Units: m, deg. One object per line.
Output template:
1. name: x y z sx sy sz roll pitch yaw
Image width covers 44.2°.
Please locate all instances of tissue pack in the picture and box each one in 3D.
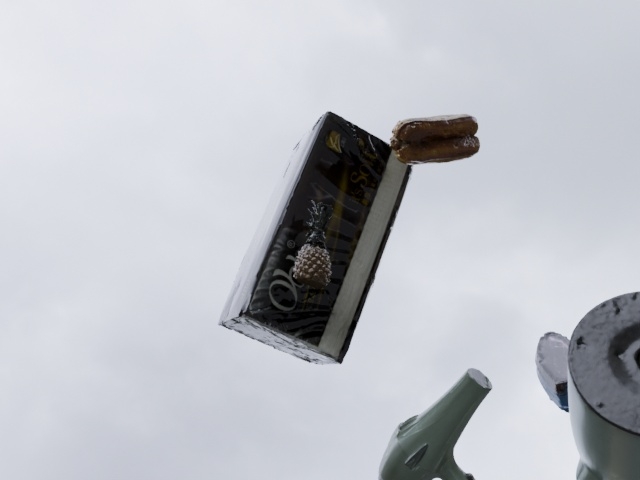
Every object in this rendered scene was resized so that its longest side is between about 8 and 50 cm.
1. tissue pack: 0.000 0.000 1.290 0.198 0.369 0.210 25 -17 -9

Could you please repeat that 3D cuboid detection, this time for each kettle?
1. kettle: 0.370 0.171 0.838 0.221 0.161 0.236 -30 -41 -8

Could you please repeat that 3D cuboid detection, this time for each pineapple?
1. pineapple: -0.002 0.003 1.115 0.058 0.124 0.058 12 -17 4

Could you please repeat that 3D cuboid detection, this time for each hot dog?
1. hot dog: 0.169 -0.148 1.154 0.165 0.045 0.071 -11 -81 -35

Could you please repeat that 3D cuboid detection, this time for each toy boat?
1. toy boat: 0.465 0.254 1.494 0.100 0.223 0.097 -20 -73 10

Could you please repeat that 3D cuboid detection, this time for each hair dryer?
1. hair dryer: 0.234 0.311 1.143 0.267 0.092 0.229 21 -74 16
